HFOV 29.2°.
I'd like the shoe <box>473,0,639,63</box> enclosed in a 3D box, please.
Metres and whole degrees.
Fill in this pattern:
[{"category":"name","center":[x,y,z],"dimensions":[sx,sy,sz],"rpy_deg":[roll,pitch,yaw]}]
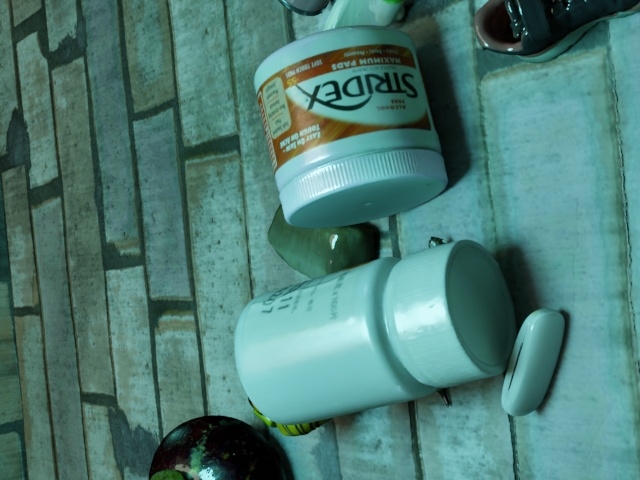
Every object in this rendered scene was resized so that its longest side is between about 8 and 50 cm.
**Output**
[{"category":"shoe","center":[0.294,-0.307,1.523],"dimensions":[0.291,0.137,0.114],"rpy_deg":[-29,71,55]}]

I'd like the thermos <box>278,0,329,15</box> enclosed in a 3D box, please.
[{"category":"thermos","center":[0.025,-0.495,1.929],"dimensions":[0.109,0.136,0.330],"rpy_deg":[53,140,10]}]

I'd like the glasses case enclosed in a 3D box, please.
[{"category":"glasses case","center":[0.289,0.167,1.667],"dimensions":[0.041,0.063,0.164],"rpy_deg":[43,129,48]}]

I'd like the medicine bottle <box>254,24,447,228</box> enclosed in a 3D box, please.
[{"category":"medicine bottle","center":[0.044,-0.167,1.834],"dimensions":[0.252,0.252,0.241],"rpy_deg":[-30,70,55]}]

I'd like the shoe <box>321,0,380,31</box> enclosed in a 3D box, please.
[{"category":"shoe","center":[0.020,-0.312,2.004],"dimensions":[0.110,0.095,0.265],"rpy_deg":[50,136,43]}]

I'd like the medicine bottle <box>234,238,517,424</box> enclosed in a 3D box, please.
[{"category":"medicine bottle","center":[0.075,0.135,1.764],"dimensions":[0.371,0.211,0.211],"rpy_deg":[-18,78,33]}]

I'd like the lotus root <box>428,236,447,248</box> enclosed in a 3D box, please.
[{"category":"lotus root","center":[0.183,0.041,1.831],"dimensions":[0.054,0.049,0.099],"rpy_deg":[-21,75,36]}]

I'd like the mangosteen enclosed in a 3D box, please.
[{"category":"mangosteen","center":[-0.204,0.469,2.295],"dimensions":[0.288,0.288,0.288],"rpy_deg":[12,105,57]}]

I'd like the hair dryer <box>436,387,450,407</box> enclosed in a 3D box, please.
[{"category":"hair dryer","center":[0.165,0.189,1.892],"dimensions":[0.071,0.047,0.150],"rpy_deg":[-43,64,50]}]

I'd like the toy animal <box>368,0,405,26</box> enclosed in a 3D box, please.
[{"category":"toy animal","center":[0.142,-0.435,1.742],"dimensions":[0.363,0.180,0.181],"rpy_deg":[47,-126,-74]}]

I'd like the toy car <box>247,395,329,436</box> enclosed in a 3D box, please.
[{"category":"toy car","center":[-0.002,0.226,2.045],"dimensions":[0.142,0.200,0.248],"rpy_deg":[36,128,22]}]

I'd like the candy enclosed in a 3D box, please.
[{"category":"candy","center":[0.000,0.000,2.070],"dimensions":[0.234,0.102,0.104],"rpy_deg":[25,115,53]}]
